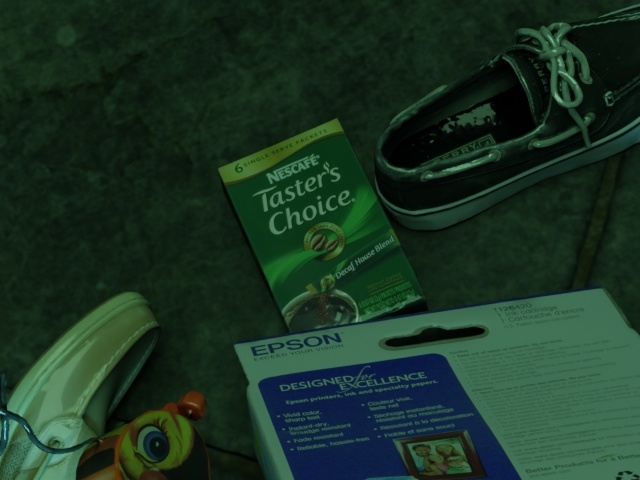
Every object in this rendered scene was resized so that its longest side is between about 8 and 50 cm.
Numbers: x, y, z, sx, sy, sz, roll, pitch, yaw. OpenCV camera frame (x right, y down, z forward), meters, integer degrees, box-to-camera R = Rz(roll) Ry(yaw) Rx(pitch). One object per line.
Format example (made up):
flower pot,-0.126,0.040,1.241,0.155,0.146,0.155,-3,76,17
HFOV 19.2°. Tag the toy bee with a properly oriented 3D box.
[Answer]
toy bee,-0.104,0.182,1.300,0.195,0.298,0.162,-3,27,36

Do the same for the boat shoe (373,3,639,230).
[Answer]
boat shoe,0.178,-0.120,1.518,0.306,0.105,0.113,-24,62,-4

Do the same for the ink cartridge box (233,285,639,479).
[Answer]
ink cartridge box,0.111,0.142,1.340,0.304,0.072,0.307,-8,22,-9

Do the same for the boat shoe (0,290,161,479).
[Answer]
boat shoe,-0.203,0.178,1.427,0.098,0.109,0.302,32,77,16

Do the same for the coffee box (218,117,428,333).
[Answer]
coffee box,0.000,0.000,1.519,0.113,0.040,0.184,-22,62,-3
